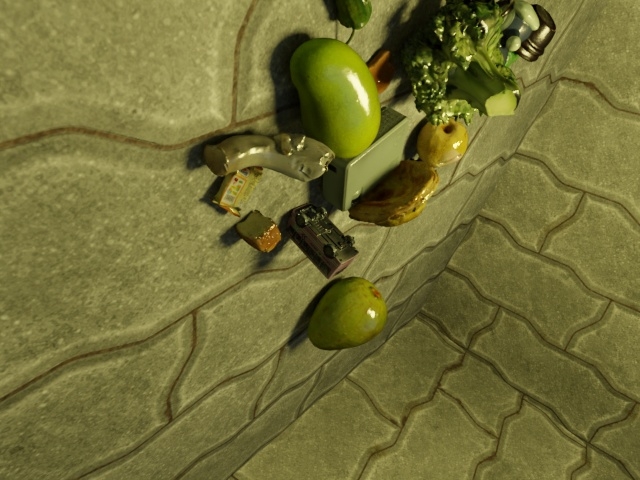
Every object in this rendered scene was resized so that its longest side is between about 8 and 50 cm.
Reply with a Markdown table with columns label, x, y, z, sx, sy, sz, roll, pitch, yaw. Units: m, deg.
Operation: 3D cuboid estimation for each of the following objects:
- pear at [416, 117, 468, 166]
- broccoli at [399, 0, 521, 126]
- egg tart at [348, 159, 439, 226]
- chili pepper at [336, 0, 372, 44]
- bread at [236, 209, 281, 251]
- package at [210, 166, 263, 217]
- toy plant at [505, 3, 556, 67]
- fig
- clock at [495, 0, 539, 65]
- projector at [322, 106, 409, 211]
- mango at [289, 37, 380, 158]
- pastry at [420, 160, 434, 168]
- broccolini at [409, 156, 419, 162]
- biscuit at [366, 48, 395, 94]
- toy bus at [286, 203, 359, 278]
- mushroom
| label | x | y | z | sx | sy | sz | roll | pitch | yaw |
| --- | --- | --- | --- | --- | --- | --- | --- | --- | --- |
| pear | 0.403 | -0.322 | 1.553 | 0.178 | 0.178 | 0.178 | -41 | 154 | -25 |
| broccoli | 0.353 | -0.433 | 1.177 | 0.277 | 0.317 | 0.338 | -30 | 115 | 11 |
| egg tart | 0.212 | -0.124 | 1.341 | 0.295 | 0.295 | 0.116 | -41 | 125 | -25 |
| chili pepper | 0.061 | -0.448 | 0.868 | 0.072 | 0.073 | 0.204 | -62 | 160 | -13 |
| bread | -0.145 | -0.017 | 1.081 | 0.076 | 0.083 | 0.070 | -46 | 147 | -22 |
| package | -0.171 | -0.113 | 0.963 | 0.120 | 0.031 | 0.108 | -61 | 157 | 2 |
| toy plant | 0.644 | -0.652 | 1.542 | 0.218 | 0.175 | 0.235 | -37 | 179 | -44 |
| fig | 0.096 | 0.297 | 1.779 | 0.326 | 0.258 | 0.258 | -42 | 158 | 10 |
| clock | 0.507 | -0.578 | 1.358 | 0.147 | 0.199 | 0.243 | 34 | 107 | -35 |
| projector | 0.115 | -0.221 | 1.252 | 0.257 | 0.099 | 0.192 | -41 | 154 | -25 |
| mango | 0.032 | -0.289 | 0.955 | 0.175 | 0.143 | 0.293 | -34 | 145 | 1 |
| pastry | 0.409 | -0.302 | 1.719 | 0.087 | 0.063 | 0.169 | -37 | 152 | -37 |
| broccolini | 0.261 | -0.245 | 1.576 | 0.201 | 0.058 | 0.073 | -6 | 117 | -39 |
| biscuit | 0.135 | -0.402 | 1.120 | 0.140 | 0.023 | 0.118 | -24 | 144 | -46 |
| toy bus | 0.000 | 0.000 | 1.237 | 0.096 | 0.199 | 0.108 | -27 | 157 | -45 |
| mushroom | -0.094 | -0.164 | 0.913 | 0.278 | 0.096 | 0.099 | -1 | 171 | -33 |
